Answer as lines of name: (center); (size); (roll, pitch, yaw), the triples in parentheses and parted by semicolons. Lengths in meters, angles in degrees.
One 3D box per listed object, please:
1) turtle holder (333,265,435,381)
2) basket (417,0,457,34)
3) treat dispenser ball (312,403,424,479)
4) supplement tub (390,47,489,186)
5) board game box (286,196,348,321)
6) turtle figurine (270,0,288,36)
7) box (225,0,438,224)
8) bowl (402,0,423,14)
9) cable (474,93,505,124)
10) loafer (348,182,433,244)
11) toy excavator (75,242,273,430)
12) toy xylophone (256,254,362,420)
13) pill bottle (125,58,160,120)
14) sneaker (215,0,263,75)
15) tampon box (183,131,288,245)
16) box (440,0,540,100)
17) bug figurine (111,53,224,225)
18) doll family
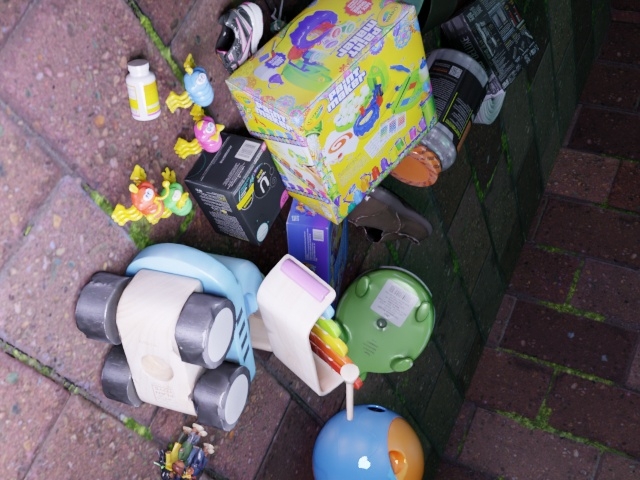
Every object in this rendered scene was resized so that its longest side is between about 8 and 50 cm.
turtle holder: (0.162, 0.219, 2.130); (0.227, 0.243, 0.321); (-35, 127, -76)
basket: (0.214, -0.543, 1.917); (0.227, 0.154, 0.205); (-33, 135, -58)
treat dispenser ball: (0.121, 0.563, 2.179); (0.288, 0.288, 0.288); (-40, 138, -49)
supplement tub: (0.276, -0.302, 2.115); (0.316, 0.193, 0.194); (-62, 151, -24)
board game box: (0.000, 0.000, 1.734); (0.347, 0.078, 0.233); (88, 12, -49)
turtle figurine: (-0.029, -0.354, 1.586); (0.175, 0.118, 0.234); (20, 92, -64)
box: (0.034, -0.241, 1.489); (0.290, 0.177, 0.279); (-45, 145, -17)
bowl: (0.089, -0.540, 1.657); (0.289, 0.156, 0.290); (-41, 139, -49)
cable: (0.497, -0.476, 2.569); (0.257, 0.089, 0.257); (-67, 153, -16)
loafer: (0.153, -0.058, 2.114); (0.130, 0.134, 0.366); (-52, 144, 7)
toy excavator: (-0.171, 0.128, 1.488); (0.445, 0.222, 0.433); (-60, 153, -45)
toy xylophone: (-0.005, 0.175, 1.443); (0.081, 0.236, 0.323); (-42, 160, -19)
pill bottle: (-0.263, -0.223, 1.265); (0.043, 0.043, 0.083); (-45, 142, -45)
sneaker: (-0.144, -0.310, 1.447); (0.077, 0.072, 0.178); (-24, 123, -36)
tampon box: (-0.143, -0.091, 1.507); (0.120, 0.101, 0.161); (-61, 151, -24)
box: (0.477, -0.560, 2.374); (0.242, 0.076, 0.307); (57, 45, -15)
bug figurine: (-0.215, -0.133, 1.321); (0.216, 0.072, 0.279); (67, 44, -77)
doll family: (-0.256, 0.421, 1.601); (0.193, 0.076, 0.111); (76, 34, -50)
